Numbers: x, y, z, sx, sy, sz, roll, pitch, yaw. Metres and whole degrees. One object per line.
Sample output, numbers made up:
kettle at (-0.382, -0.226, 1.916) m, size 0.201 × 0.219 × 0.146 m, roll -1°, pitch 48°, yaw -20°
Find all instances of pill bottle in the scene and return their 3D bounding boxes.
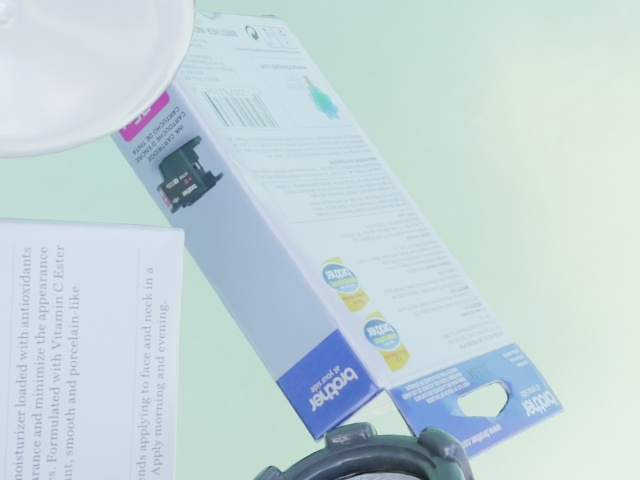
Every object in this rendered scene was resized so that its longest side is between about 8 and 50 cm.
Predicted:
pill bottle at (-0.118, -0.158, 0.564) m, size 0.130 × 0.130 × 0.246 m, roll 19°, pitch 41°, yaw -28°

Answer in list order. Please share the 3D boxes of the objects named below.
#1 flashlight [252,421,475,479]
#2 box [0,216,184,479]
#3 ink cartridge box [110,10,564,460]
flashlight at (0.052, 0.228, 0.652) m, size 0.103 × 0.103 × 0.304 m, roll -49°, pitch 129°, yaw -51°
box at (-0.155, 0.080, 0.664) m, size 0.119 × 0.182 × 0.181 m, roll 3°, pitch 89°, yaw -35°
ink cartridge box at (0.000, 0.000, 0.858) m, size 0.311 × 0.065 × 0.186 m, roll 53°, pitch 25°, yaw 14°
